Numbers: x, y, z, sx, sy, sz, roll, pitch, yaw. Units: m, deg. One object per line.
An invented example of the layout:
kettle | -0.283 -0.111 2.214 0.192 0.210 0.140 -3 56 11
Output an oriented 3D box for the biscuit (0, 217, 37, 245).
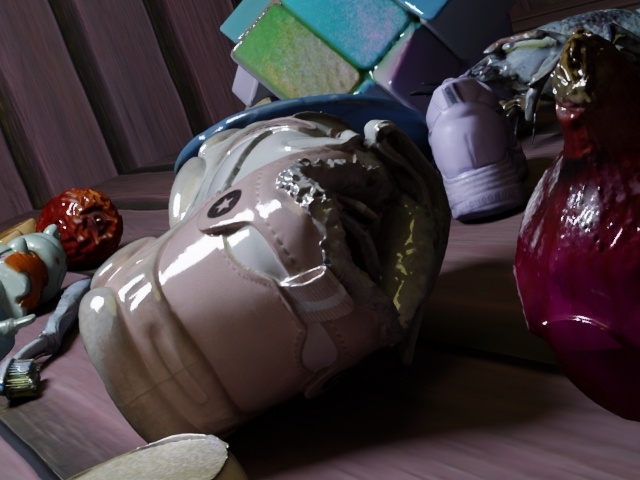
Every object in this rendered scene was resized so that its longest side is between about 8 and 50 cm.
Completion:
biscuit | -0.589 0.075 1.720 0.355 0.052 0.275 -30 10 -1

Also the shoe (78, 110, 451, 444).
shoe | 0.002 0.002 0.775 0.198 0.172 0.351 -25 19 30

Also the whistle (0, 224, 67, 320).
whistle | -0.396 0.051 1.438 0.105 0.102 0.253 -12 11 24

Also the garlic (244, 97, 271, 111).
garlic | -0.022 -0.172 1.788 0.196 0.151 0.338 -11 8 -22

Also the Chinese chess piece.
Chinese chess piece | -0.093 0.147 0.576 0.122 0.051 0.122 -17 10 3

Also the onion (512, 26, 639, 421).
onion | 0.149 0.002 0.514 0.135 0.198 0.173 -54 24 -12

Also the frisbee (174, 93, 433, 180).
frisbee | -0.013 -0.067 1.212 0.289 0.049 0.289 -8 -22 -3

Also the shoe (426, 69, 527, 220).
shoe | 0.155 -0.109 1.150 0.095 0.138 0.245 -13 12 11

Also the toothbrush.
toothbrush | -0.285 0.095 1.207 0.042 0.035 0.413 0 11 -2

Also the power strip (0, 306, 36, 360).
power strip | -0.404 0.133 1.135 0.253 0.054 0.167 -28 16 -12

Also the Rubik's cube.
Rubik's cube | 0.066 -0.252 1.477 0.387 0.368 0.358 -22 28 -13

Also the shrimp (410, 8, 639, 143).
shrimp | 0.295 -0.195 1.286 0.372 0.137 0.172 -20 -6 -9

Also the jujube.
jujube | -0.362 -0.015 1.663 0.109 0.112 0.176 8 -13 -33
